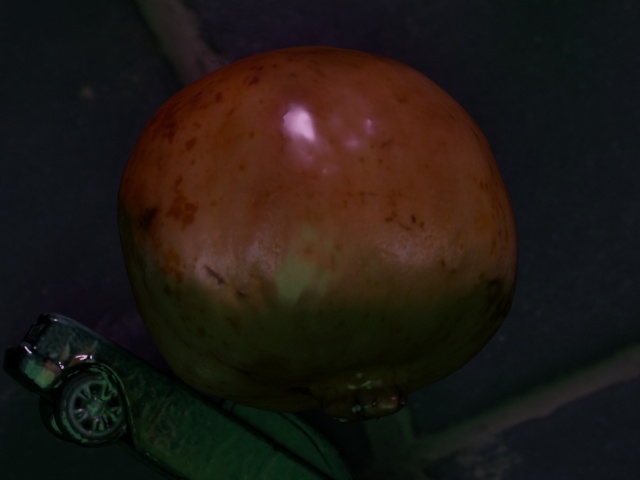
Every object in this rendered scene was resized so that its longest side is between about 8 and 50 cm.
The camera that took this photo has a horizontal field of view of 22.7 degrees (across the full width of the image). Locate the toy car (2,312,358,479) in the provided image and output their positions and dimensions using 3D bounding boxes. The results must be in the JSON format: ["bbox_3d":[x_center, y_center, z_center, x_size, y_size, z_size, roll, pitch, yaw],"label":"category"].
[{"bbox_3d":[-0.061,0.144,1.055,0.321,0.141,0.097,34,78,-10],"label":"toy car"}]

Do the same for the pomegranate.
[{"bbox_3d":[0.000,0.000,0.946,0.248,0.248,0.248,0,109,0],"label":"pomegranate"}]
